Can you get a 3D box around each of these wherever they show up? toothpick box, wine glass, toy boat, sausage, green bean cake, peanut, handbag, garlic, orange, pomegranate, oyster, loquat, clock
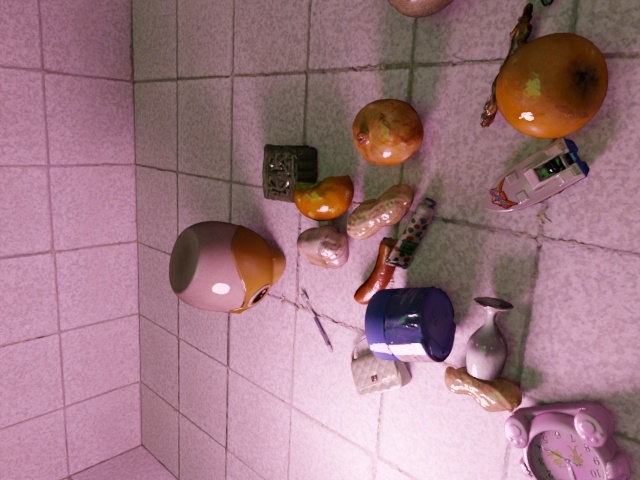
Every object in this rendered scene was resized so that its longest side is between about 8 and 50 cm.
[{"bbox_3d":[-0.413,0.127,2.193,0.409,0.426,0.408,-16,68,48],"label":"toothpick box"},{"bbox_3d":[0.519,0.302,1.530,0.127,0.127,0.240,16,106,41],"label":"wine glass"},{"bbox_3d":[0.591,-0.162,1.407,0.295,0.088,0.129,-34,73,41],"label":"toy boat"},{"bbox_3d":[0.214,0.126,1.828,0.103,0.076,0.302,45,124,39],"label":"sausage"},{"bbox_3d":[-0.139,-0.282,2.070,0.255,0.132,0.240,14,110,42],"label":"green bean cake"},{"bbox_3d":[0.510,0.470,1.580,0.263,0.101,0.117,18,83,42],"label":"peanut"},{"bbox_3d":[0.211,0.470,1.890,0.256,0.079,0.219,-32,71,41],"label":"handbag"},{"bbox_3d":[0.028,-0.007,1.943,0.219,0.219,0.211,-6,55,44],"label":"garlic"},{"bbox_3d":[0.009,-0.158,1.881,0.238,0.179,0.158,-7,66,20],"label":"orange"},{"bbox_3d":[0.213,-0.104,1.764,0.298,0.120,0.136,-31,56,39],"label":"peanut"},{"bbox_3d":[0.219,-0.358,1.637,0.248,0.248,0.247,9,103,43],"label":"pomegranate"},{"bbox_3d":[0.530,-0.483,1.393,0.079,0.129,0.344,25,110,19],"label":"oyster"},{"bbox_3d":[0.584,-0.389,1.259,0.263,0.263,0.262,9,103,43],"label":"loquat"},{"bbox_3d":[0.712,0.630,1.405,0.296,0.114,0.321,-25,80,43],"label":"clock"}]

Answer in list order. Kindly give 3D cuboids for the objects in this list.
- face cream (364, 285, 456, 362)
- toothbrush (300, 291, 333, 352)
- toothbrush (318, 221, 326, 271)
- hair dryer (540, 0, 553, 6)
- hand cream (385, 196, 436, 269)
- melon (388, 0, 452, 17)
[{"bbox_3d":[0.306,0.279,1.649,0.225,0.249,0.248,-8,91,39],"label":"face cream"},{"bbox_3d":[-0.014,0.349,2.122,0.026,0.024,0.287,-37,70,26],"label":"toothbrush"},{"bbox_3d":[0.000,0.000,2.053,0.022,0.026,0.262,-5,96,45],"label":"toothbrush"},{"bbox_3d":[0.559,-0.742,1.312,0.089,0.197,0.251,-27,99,39],"label":"hair dryer"},{"bbox_3d":[0.318,-0.020,1.705,0.059,0.096,0.275,-107,36,-58],"label":"hand cream"},{"bbox_3d":[0.330,-0.812,1.446,0.329,0.249,0.248,-33,74,33],"label":"melon"}]
